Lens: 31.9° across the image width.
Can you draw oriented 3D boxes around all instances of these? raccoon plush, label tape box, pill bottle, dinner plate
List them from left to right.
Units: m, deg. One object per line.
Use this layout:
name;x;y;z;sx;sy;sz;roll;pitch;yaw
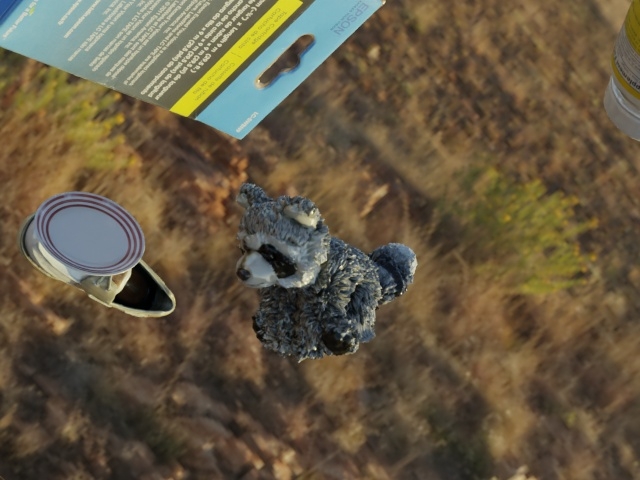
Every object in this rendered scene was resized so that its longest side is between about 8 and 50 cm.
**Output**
dinner plate;-0.290;-0.006;1.407;0.141;0.017;0.141;18;42;-17
label tape box;-0.137;-0.255;1.117;0.334;0.240;0.106;18;41;-46
raccoon plush;0.000;0.000;1.946;0.446;0.216;0.299;-46;133;-57
pill bottle;0.353;-0.196;1.095;0.208;0.119;0.119;96;-29;-56

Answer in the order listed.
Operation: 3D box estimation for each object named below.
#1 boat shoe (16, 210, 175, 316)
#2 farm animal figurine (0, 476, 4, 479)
boat shoe;-0.337;0.038;1.748;0.103;0.113;0.302;16;-11;36
farm animal figurine;-0.369;0.172;1.007;0.172;0.330;0.327;-30;83;-34
